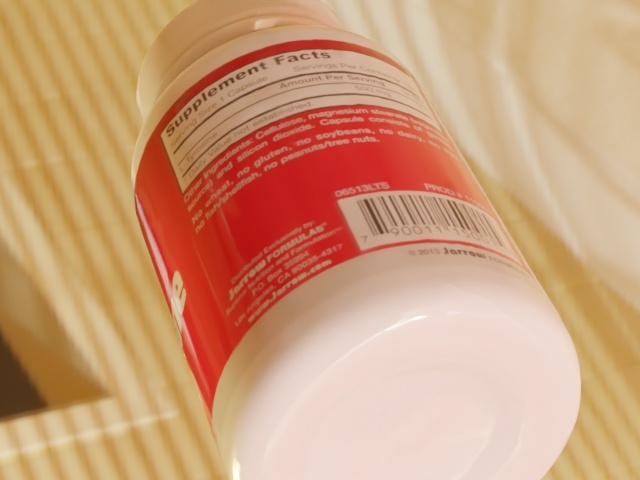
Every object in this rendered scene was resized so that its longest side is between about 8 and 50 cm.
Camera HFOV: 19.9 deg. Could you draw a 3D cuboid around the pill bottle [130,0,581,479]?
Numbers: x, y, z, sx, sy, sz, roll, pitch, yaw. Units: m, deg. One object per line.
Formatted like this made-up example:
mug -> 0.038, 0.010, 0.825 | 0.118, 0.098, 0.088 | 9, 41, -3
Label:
pill bottle -> 0.000, 0.000, 1.239 | 0.408, 0.229, 0.229 | -115, -151, -48
